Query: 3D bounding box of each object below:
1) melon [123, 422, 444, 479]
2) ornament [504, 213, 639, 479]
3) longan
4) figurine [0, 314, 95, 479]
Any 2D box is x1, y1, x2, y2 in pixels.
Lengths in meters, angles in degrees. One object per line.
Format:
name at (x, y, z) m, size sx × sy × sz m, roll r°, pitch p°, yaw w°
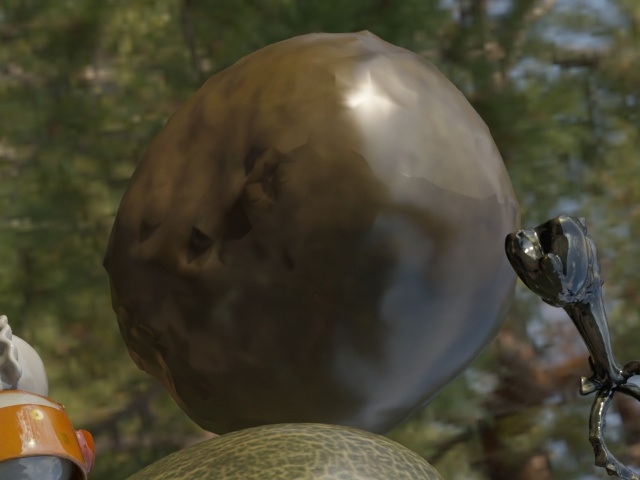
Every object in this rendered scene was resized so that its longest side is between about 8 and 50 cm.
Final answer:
melon at (-0.046, 0.233, 1.048) m, size 0.237 × 0.301 × 0.237 m, roll 61°, pitch -6°, yaw 11°
ornament at (0.242, 0.097, 1.632) m, size 0.202 × 0.080 × 0.236 m, roll 18°, pitch 52°, yaw -77°
longan at (0.003, 0.006, 1.917) m, size 0.436 × 0.404 × 0.404 m, roll -48°, pitch -134°, yaw 15°
figurine at (-0.284, 0.161, 1.611) m, size 0.271 × 0.143 × 0.143 m, roll 54°, pitch -35°, yaw 24°
